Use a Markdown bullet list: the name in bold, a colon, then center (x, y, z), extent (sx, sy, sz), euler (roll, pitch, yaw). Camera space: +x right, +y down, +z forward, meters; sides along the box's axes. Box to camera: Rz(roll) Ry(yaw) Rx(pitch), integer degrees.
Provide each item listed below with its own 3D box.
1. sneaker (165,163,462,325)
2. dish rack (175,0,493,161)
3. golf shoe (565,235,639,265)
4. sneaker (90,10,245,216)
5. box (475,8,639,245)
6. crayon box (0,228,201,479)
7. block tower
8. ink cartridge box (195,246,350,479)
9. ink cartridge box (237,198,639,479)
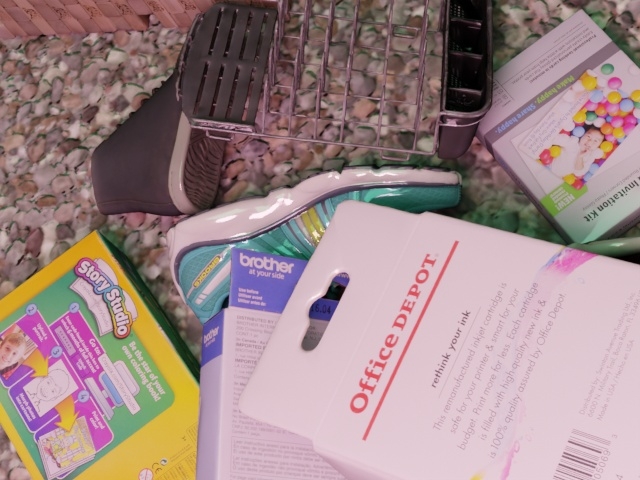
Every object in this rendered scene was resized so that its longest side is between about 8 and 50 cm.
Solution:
- **sneaker**: center (0.000, 0.000, 1.115), extent (0.275, 0.107, 0.110), euler (-19, 85, 12)
- **dish rack**: center (0.012, -0.163, 1.108), extent (0.271, 0.074, 0.208), euler (6, 45, 1)
- **golf shoe**: center (0.312, 0.047, 0.987), extent (0.273, 0.120, 0.105), euler (-1, 68, 13)
- **sneaker**: center (-0.148, -0.126, 1.197), extent (0.118, 0.083, 0.222), euler (-3, 60, 28)
- **box**: center (0.232, -0.095, 1.107), extent (0.145, 0.038, 0.186), euler (-36, 66, 0)
- **crayon box**: center (-0.183, 0.147, 1.100), extent (0.165, 0.081, 0.278), euler (-37, 65, -1)
- **block tower**: center (-0.184, -0.271, 1.256), extent (0.335, 0.097, 0.091), euler (-2, 68, 16)
- **ink cartridge box**: center (-0.006, 0.171, 1.003), extent (0.186, 0.065, 0.311), euler (10, 69, -23)
- **ink cartridge box**: center (0.138, 0.111, 0.910), extent (0.353, 0.119, 0.207), euler (16, 70, 33)
